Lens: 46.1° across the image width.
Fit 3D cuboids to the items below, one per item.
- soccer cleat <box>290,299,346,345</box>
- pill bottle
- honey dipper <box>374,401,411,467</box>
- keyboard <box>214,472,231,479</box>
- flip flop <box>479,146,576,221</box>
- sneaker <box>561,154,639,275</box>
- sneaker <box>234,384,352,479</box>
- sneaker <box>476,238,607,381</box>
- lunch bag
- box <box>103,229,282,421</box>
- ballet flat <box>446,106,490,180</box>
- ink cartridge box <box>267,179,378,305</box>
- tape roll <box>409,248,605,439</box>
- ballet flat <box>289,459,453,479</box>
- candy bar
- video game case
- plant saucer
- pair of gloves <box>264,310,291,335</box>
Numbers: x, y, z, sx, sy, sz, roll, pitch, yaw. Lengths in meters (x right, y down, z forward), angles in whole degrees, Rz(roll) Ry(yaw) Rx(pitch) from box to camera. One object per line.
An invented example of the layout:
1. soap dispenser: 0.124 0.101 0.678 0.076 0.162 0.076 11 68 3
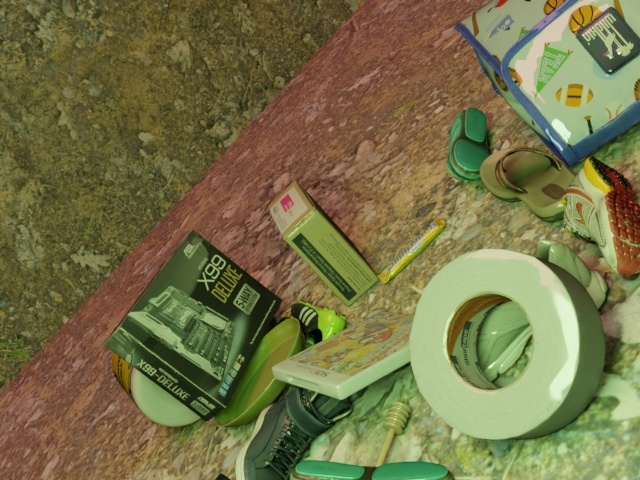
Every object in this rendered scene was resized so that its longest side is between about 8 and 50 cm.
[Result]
1. soccer cleat: -0.016 0.157 1.416 0.179 0.060 0.072 3 63 62
2. pill bottle: -0.343 0.267 1.621 0.188 0.188 0.334 -50 21 -14
3. honey dipper: 0.082 0.292 1.014 0.030 0.030 0.161 -19 33 48
4. keyboard: -0.227 0.460 1.125 0.317 0.033 0.201 -53 -11 21
5. flip flop: 0.337 -0.109 1.231 0.112 0.080 0.277 -41 21 7
6. sneaker: 0.381 -0.020 1.007 0.093 0.088 0.225 -56 13 31
7. sneaker: -0.038 0.297 1.136 0.163 0.086 0.226 -36 18 26
8. sneaker: 0.232 0.091 0.990 0.262 0.121 0.099 -38 21 15
9. lunch bag: 0.449 -0.329 1.249 0.327 0.239 0.386 -38 38 15
10. box: -0.235 0.156 1.460 0.076 0.242 0.307 -42 13 39
11. ballet flat: 0.284 -0.167 1.465 0.247 0.083 0.087 -71 4 -51
12. ink cartridge box: 0.000 0.000 1.487 0.088 0.193 0.235 -42 20 4
13. tape roll: 0.213 0.121 0.881 0.219 0.072 0.219 -11 72 39
14. ballet flat: 0.064 0.315 0.945 0.213 0.068 0.072 -5 6 21
15. candy bar: 0.168 0.019 1.388 0.161 0.018 0.040 -45 21 1
16. video game case: 0.065 0.167 1.150 0.226 0.026 0.206 -23 10 -28
17. plant saucer: -0.105 0.250 1.389 0.241 0.037 0.241 -46 15 15
18. pair of gloves: -0.098 0.182 1.579 0.083 0.010 0.074 -19 31 43
